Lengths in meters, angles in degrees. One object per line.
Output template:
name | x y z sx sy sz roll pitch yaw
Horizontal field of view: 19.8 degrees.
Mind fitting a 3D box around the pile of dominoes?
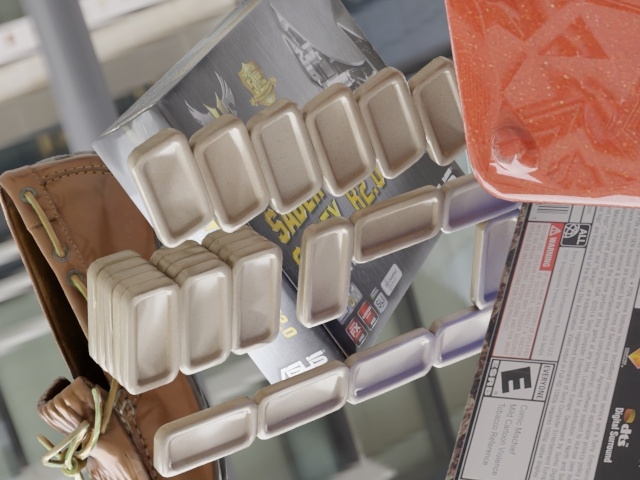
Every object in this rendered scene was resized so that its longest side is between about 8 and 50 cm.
pile of dominoes | 0.000 0.000 0.934 0.251 0.196 0.040 -19 -143 -32

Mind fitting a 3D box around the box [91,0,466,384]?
box | -0.012 -0.043 1.069 0.056 0.183 0.231 -28 -166 32

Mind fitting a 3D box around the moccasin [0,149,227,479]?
moccasin | -0.168 0.120 1.441 0.147 0.380 0.139 -14 -175 -24

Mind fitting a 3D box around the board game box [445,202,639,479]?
board game box | 0.237 0.075 0.903 0.291 0.141 0.232 3 -122 27

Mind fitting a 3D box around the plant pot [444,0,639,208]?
plant pot | 0.180 -0.133 0.680 0.267 0.267 0.235 4 -157 36

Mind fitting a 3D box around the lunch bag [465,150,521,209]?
lunch bag | 0.234 -0.074 1.623 0.160 0.262 0.223 -10 -168 38
